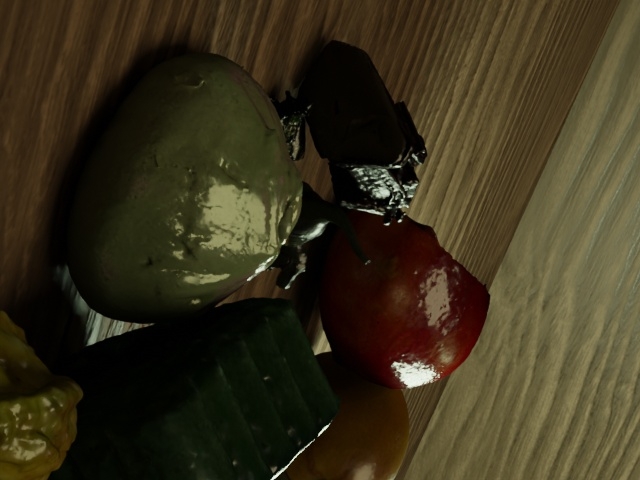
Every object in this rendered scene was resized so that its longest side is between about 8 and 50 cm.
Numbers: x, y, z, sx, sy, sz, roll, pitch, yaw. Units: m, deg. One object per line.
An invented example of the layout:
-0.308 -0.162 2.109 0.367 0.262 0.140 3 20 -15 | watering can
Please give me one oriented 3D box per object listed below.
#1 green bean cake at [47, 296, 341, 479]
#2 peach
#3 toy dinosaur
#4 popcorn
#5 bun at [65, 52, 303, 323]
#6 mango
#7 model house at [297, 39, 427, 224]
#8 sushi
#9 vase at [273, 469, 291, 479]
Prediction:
-0.175 0.191 1.426 0.300 0.169 0.308 -19 -170 31 | green bean cake
0.124 0.061 2.183 0.281 0.281 0.338 -44 146 -44 | peach
0.000 0.000 1.829 0.087 0.179 0.187 -50 163 -30 | toy dinosaur
-0.296 0.141 1.193 0.155 0.197 0.197 -49 167 15 | popcorn
-0.113 -0.034 1.425 0.293 0.187 0.293 -53 164 -22 | bun
0.009 0.307 2.265 0.378 0.264 0.221 -65 148 -58 | mango
0.062 -0.133 1.767 0.141 0.203 0.164 -27 151 20 | model house
-0.055 -0.130 1.676 0.083 0.056 0.084 -32 149 -45 | sushi
-0.214 0.377 1.628 0.302 0.329 0.240 -52 132 -54 | vase
